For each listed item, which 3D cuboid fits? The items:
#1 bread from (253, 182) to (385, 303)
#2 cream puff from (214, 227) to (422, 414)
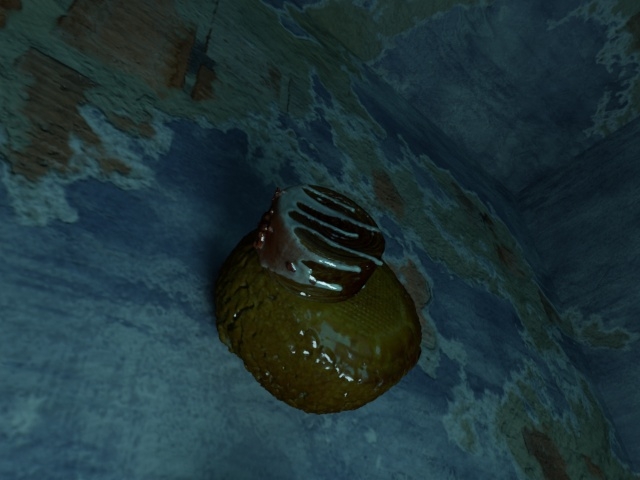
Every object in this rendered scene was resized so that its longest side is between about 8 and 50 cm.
[{"bbox_3d":[0.000,0.000,0.576,0.160,0.073,0.161,20,40,-17],"label":"bread"},{"bbox_3d":[-0.015,0.110,0.682,0.303,0.212,0.303,24,40,-22],"label":"cream puff"}]
